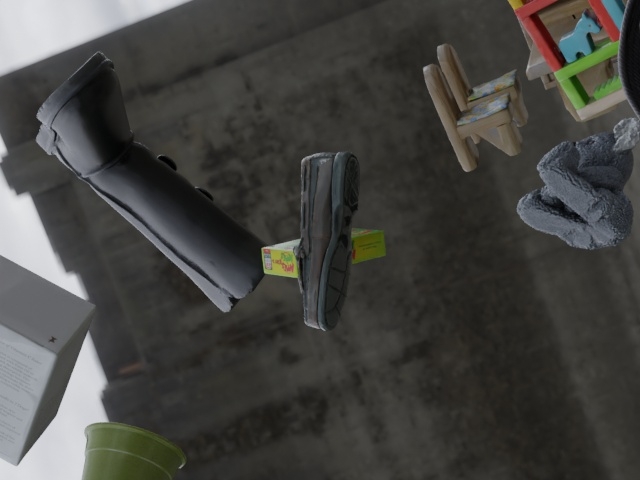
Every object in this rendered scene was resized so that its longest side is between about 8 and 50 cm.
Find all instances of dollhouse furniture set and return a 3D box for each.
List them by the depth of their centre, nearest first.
[{"bbox_3d":[0.330,-0.318,1.741,0.256,0.362,0.394,65,-162,-13],"label":"dollhouse furniture set"}]

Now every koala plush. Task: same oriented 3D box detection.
[{"bbox_3d":[0.509,-0.114,2.367,0.203,0.221,0.196,31,146,9],"label":"koala plush"}]

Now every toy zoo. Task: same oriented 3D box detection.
[{"bbox_3d":[0.309,-0.300,1.461,0.293,0.192,0.030,55,-148,-15],"label":"toy zoo"}]

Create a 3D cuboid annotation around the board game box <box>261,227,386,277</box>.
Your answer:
[{"bbox_3d":[0.006,0.018,2.066,0.092,0.181,0.043,6,106,52],"label":"board game box"}]

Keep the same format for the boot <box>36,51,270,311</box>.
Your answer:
[{"bbox_3d":[-0.257,-0.082,2.117,0.445,0.146,0.367,45,165,-3],"label":"boot"}]

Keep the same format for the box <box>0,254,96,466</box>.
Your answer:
[{"bbox_3d":[-0.322,0.120,1.303,0.130,0.170,0.091,28,-146,2],"label":"box"}]

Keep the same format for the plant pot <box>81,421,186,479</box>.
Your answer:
[{"bbox_3d":[-0.153,0.193,0.987,0.083,0.083,0.079,64,-145,-53],"label":"plant pot"}]

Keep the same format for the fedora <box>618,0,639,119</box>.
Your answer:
[{"bbox_3d":[0.343,-0.163,0.921,0.124,0.275,0.244,17,-108,-64],"label":"fedora"}]

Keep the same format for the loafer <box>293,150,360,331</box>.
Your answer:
[{"bbox_3d":[0.000,0.000,1.877,0.096,0.084,0.268,37,-122,-63],"label":"loafer"}]
